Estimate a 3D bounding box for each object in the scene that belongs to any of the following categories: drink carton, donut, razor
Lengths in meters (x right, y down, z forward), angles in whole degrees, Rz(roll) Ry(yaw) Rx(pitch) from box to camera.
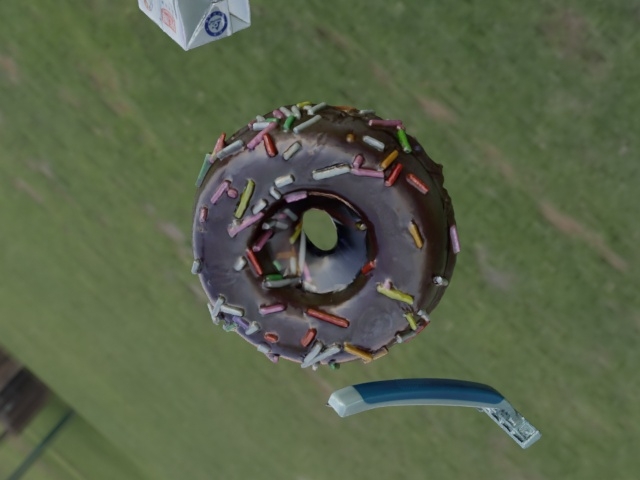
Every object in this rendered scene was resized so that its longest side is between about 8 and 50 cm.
[{"bbox_3d":[-0.168,-0.394,1.878,0.130,0.106,0.315,46,150,43],"label":"drink carton"},{"bbox_3d":[0.000,0.000,1.492,0.270,0.270,0.103,43,-160,-5],"label":"donut"},{"bbox_3d":[0.087,0.123,1.214,0.191,0.037,0.068,10,-159,-38],"label":"razor"}]
